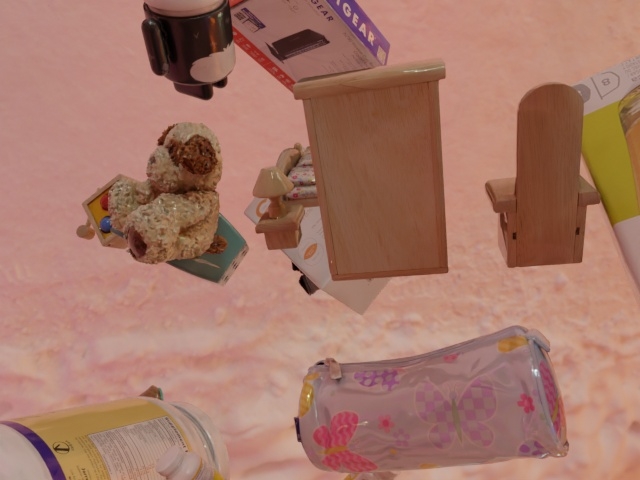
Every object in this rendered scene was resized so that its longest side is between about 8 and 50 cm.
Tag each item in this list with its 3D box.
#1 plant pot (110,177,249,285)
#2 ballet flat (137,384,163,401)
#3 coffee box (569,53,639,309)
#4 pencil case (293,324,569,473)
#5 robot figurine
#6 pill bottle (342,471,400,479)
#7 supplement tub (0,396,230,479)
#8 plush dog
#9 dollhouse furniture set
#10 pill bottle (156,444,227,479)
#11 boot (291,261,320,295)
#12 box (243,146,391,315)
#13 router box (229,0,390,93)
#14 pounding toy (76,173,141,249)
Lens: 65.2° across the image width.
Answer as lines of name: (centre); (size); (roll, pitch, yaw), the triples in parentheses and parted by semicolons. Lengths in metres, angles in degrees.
plant pot: (-0.279, -0.011, 1.071); (0.234, 0.166, 0.166); (33, 80, 3)
ballet flat: (-0.483, 0.495, 1.263); (0.124, 0.116, 0.343); (3, 131, -27)
coffee box: (0.454, 0.017, 0.415); (0.337, 0.335, 0.338); (-22, 140, 28)
pencil case: (0.108, 0.170, 0.524); (0.113, 0.272, 0.124); (18, 60, -57)
robot figurine: (-0.269, -0.437, 1.036); (0.173, 0.209, 0.278); (-9, 139, -9)
pill bottle: (0.078, 0.400, 0.823); (0.065, 0.065, 0.116); (26, 110, -35)
supplement tub: (-0.291, 0.330, 0.630); (0.241, 0.241, 0.331); (-58, 155, 6)
plush dog: (-0.234, -0.092, 0.866); (0.210, 0.262, 0.226); (9, 104, -34)
dollhouse furniture set: (0.088, -0.122, 0.554); (0.302, 0.356, 0.174); (-4, 115, 11)
pill bottle: (-0.133, 0.254, 0.527); (0.043, 0.043, 0.083); (-41, 108, -6)
boot: (0.000, 0.000, 1.666); (0.222, 0.118, 0.339); (-17, 94, -16)
box: (0.018, -0.033, 1.129); (0.215, 0.345, 0.168); (-50, 137, 2)
router box: (-0.046, -0.505, 1.212); (0.335, 0.300, 0.082); (30, 65, -44)
pounding toy: (-0.528, -0.068, 1.220); (0.206, 0.181, 0.094); (-35, 166, 9)
